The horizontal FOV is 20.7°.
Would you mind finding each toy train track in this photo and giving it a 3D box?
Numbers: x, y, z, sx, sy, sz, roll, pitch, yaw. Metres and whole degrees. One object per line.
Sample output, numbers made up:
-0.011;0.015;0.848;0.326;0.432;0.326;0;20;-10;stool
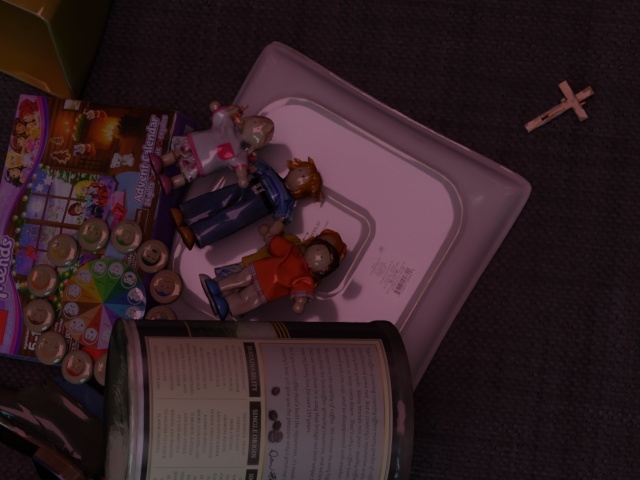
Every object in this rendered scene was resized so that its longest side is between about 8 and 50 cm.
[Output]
0.263;-0.144;1.930;0.083;0.014;0.048;-31;86;7;toy train track

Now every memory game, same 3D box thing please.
-0.233;0.065;1.859;0.186;0.012;0.186;-3;78;17;memory game

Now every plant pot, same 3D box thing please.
-0.332;-0.310;1.938;0.212;0.212;0.187;24;72;10;plant pot

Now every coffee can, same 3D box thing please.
-0.066;0.177;1.736;0.275;0.201;0.201;2;80;-15;coffee can

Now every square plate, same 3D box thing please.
0.000;0.000;1.918;0.344;0.049;0.347;30;86;11;square plate

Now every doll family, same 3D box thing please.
-0.064;-0.019;1.852;0.163;0.118;0.263;-22;65;-8;doll family

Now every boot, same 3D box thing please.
-0.310;0.181;1.924;0.219;0.082;0.106;39;67;13;boot

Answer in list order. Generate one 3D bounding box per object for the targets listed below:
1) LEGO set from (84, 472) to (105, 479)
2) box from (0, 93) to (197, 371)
-0.135;0.393;1.832;0.255;0.192;0.331;-35;74;-26;LEGO set
-0.263;-0.006;1.923;0.201;0.057;0.293;7;81;22;box
